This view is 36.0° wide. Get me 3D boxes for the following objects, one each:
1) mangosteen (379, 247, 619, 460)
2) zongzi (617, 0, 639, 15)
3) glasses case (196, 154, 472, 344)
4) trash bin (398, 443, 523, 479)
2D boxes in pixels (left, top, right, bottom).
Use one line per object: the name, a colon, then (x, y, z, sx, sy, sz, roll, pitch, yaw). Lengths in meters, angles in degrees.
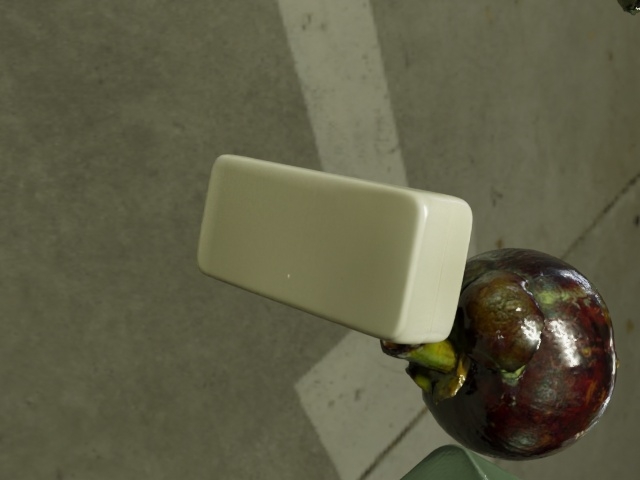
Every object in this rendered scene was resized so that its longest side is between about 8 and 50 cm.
mangosteen: (0.171, 0.112, 1.032, 0.289, 0.231, 0.231, 13, 85, -29)
zongzi: (0.319, -0.253, 0.860, 0.109, 0.119, 0.055, 56, 22, -70)
glasses case: (0.000, 0.000, 0.930, 0.070, 0.312, 0.131, 6, 95, -41)
trash bin: (0.173, 0.356, 0.976, 0.223, 0.158, 0.343, -42, 137, 8)
